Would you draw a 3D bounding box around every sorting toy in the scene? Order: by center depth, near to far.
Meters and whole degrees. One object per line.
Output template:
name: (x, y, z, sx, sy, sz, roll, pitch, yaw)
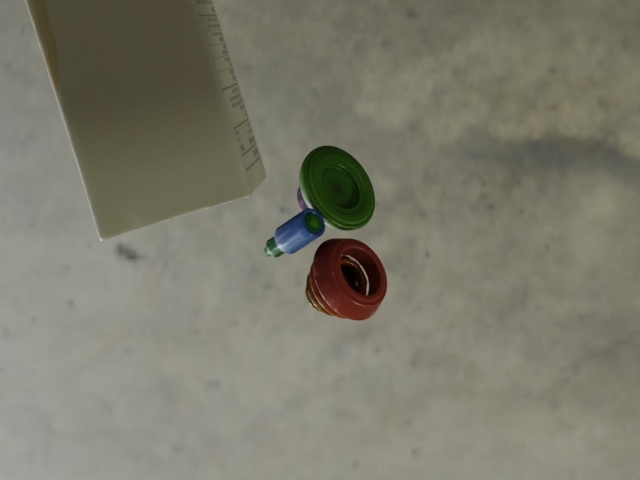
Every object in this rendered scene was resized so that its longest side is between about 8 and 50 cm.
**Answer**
sorting toy: (0.000, 0.000, 1.047, 0.061, 0.102, 0.042, 8, 152, -40)

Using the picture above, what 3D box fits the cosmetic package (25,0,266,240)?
cosmetic package: (-0.137, -0.168, 1.305, 0.113, 0.160, 0.309, -16, 95, 4)
